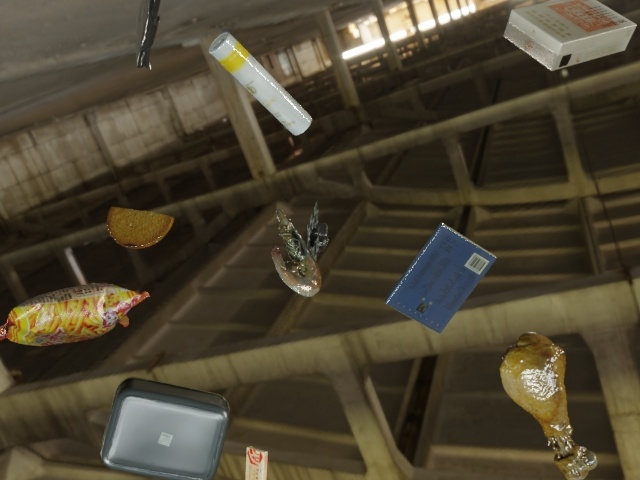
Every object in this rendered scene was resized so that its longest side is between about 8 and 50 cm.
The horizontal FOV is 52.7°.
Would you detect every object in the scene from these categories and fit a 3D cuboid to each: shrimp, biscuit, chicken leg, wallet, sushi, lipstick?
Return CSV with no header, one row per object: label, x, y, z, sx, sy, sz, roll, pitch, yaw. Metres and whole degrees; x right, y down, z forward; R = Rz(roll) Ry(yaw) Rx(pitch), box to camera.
shrimp,-0.076,0.031,1.666,0.052,0.251,0.143,-40,159,32
biscuit,-0.537,-0.034,1.888,0.206,0.126,0.025,9,159,12
chicken leg,0.369,0.269,1.043,0.087,0.251,0.107,-21,176,-39
wallet,-0.484,-0.658,1.829,0.051,0.197,0.377,1,157,-21
sushi,0.000,0.000,1.986,0.051,0.192,0.215,3,157,-9
lipstick,-0.120,-0.321,1.348,0.059,0.264,0.059,-28,-140,27

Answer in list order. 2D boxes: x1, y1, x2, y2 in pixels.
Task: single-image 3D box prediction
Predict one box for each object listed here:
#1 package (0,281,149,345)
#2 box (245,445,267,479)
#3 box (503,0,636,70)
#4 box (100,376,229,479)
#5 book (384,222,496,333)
package,-0.519,0.153,1.328,0.288,0.108,0.223,-4,162,-31
box,-0.154,0.548,1.553,0.058,0.093,0.015,1,179,38
box,0.466,-0.394,1.213,0.201,0.058,0.141,-18,-129,-24
box,-0.258,0.320,1.086,0.201,0.144,0.090,16,174,-11
book,0.325,0.106,1.755,0.269,0.191,0.025,-56,-165,15
